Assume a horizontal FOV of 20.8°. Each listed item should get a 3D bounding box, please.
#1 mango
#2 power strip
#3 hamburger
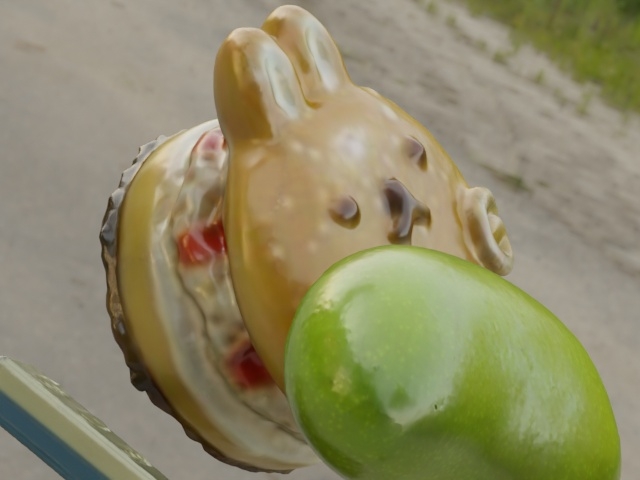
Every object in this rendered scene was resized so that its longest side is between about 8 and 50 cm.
[{"bbox_3d":[0.070,0.093,0.955,0.293,0.143,0.175,33,40,-56],"label":"mango"},{"bbox_3d":[-0.129,0.111,0.935,0.123,0.032,0.056,38,-2,12],"label":"power strip"},{"bbox_3d":[0.000,0.000,1.190,0.261,0.186,0.303,-21,88,-47],"label":"hamburger"}]
